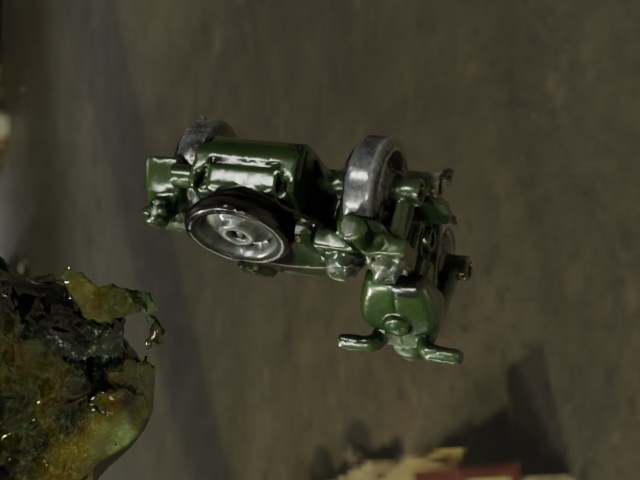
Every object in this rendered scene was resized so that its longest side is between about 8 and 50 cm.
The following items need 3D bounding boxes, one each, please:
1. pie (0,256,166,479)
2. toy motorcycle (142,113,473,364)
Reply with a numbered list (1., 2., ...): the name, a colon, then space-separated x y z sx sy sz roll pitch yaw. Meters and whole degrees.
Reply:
1. pie: -0.302 0.069 1.081 0.296 0.371 0.078 -45 21 3
2. toy motorcycle: 0.000 0.000 1.113 0.275 0.205 0.127 50 -132 -63
